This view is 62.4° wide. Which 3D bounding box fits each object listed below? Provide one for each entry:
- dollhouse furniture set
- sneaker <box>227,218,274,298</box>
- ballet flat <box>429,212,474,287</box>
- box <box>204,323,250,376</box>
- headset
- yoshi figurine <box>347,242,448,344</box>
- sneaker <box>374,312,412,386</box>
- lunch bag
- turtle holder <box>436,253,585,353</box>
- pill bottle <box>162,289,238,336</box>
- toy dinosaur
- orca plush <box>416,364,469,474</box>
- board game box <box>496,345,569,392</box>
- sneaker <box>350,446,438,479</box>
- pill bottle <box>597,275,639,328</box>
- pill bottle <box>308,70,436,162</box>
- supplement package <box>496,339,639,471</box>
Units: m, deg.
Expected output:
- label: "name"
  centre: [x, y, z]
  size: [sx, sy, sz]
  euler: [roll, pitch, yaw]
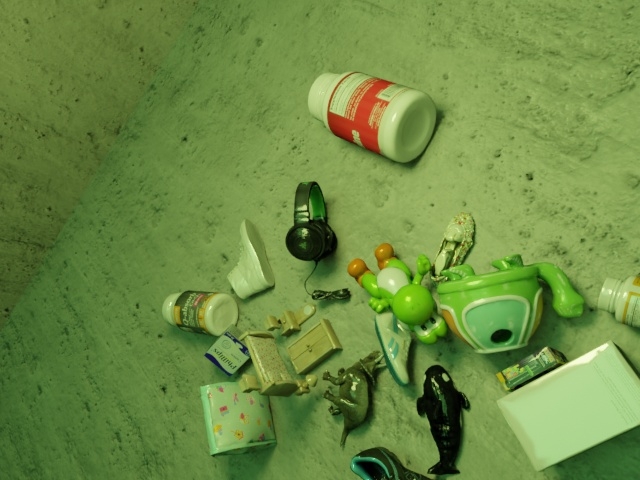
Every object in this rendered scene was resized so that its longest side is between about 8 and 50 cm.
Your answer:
- label: "dollhouse furniture set"
  centre: [-0.116, 0.303, 1.632]
  size: [0.174, 0.356, 0.303]
  euler: [-41, 56, 18]
- label: "sneaker"
  centre: [-0.291, 0.073, 1.982]
  size: [0.169, 0.108, 0.292]
  euler: [-30, 62, 21]
- label: "ballet flat"
  centre: [0.383, 0.025, 1.541]
  size: [0.091, 0.077, 0.240]
  euler: [16, 85, 38]
- label: "box"
  centre: [-0.319, 0.392, 1.886]
  size: [0.126, 0.072, 0.137]
  euler: [42, 105, -6]
- label: "headset"
  centre: [0.000, 0.000, 1.742]
  size: [0.186, 0.243, 0.393]
  euler: [-2, 89, 15]
- label: "yoshi figurine"
  centre: [0.223, 0.135, 1.498]
  size: [0.362, 0.203, 0.203]
  euler: [49, 123, 48]
- label: "sneaker"
  centre: [0.227, 0.312, 1.542]
  size: [0.092, 0.087, 0.228]
  euler: [-12, 57, -4]
- label: "lunch bag"
  centre: [-0.286, 0.582, 1.725]
  size: [0.160, 0.262, 0.223]
  euler: [-27, 63, 26]
- label: "turtle holder"
  centre: [0.471, 0.160, 1.368]
  size: [0.243, 0.321, 0.227]
  euler: [143, 117, -73]
- label: "pill bottle"
  centre: [-0.461, 0.272, 2.007]
  size: [0.279, 0.162, 0.162]
  euler: [0, 76, 35]
- label: "toy dinosaur"
  centre: [0.091, 0.469, 1.585]
  size: [0.161, 0.121, 0.313]
  euler: [5, 76, 43]
- label: "orca plush"
  centre: [0.311, 0.485, 1.434]
  size: [0.151, 0.102, 0.286]
  euler: [3, 78, 36]
- label: "board game box"
  centre: [0.525, 0.320, 1.292]
  size: [0.141, 0.170, 0.048]
  euler: [-38, 56, 19]
- label: "sneaker"
  centre: [0.227, 0.672, 1.407]
  size: [0.341, 0.140, 0.124]
  euler: [17, 85, 39]
- label: "pill bottle"
  centre: [0.763, 0.152, 1.208]
  size: [0.215, 0.117, 0.117]
  euler: [18, 87, 37]
- label: "pill bottle"
  centre: [0.155, -0.424, 1.743]
  size: [0.408, 0.229, 0.228]
  euler: [32, 95, 38]
- label: "supplement package"
  centre: [0.597, 0.382, 1.217]
  size: [0.293, 0.178, 0.175]
  euler: [-37, 58, 20]
